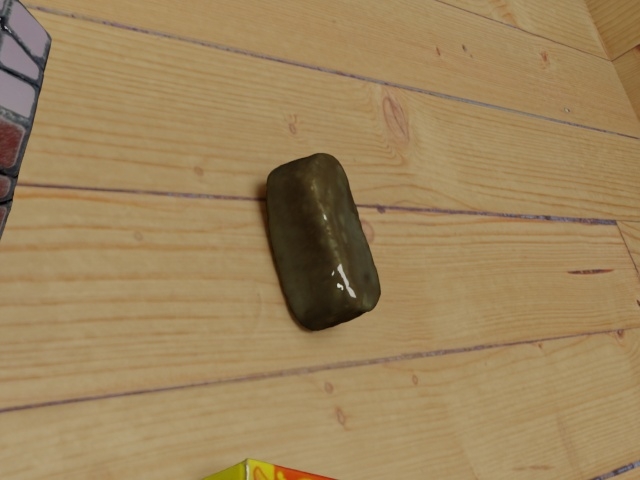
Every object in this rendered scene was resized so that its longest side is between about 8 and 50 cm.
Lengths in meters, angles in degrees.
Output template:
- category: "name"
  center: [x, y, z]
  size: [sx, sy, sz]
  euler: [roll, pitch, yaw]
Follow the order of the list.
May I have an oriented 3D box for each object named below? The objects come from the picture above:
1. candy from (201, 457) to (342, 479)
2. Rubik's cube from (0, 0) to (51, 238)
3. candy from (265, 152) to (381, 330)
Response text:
- category: "candy"
  center: [-0.002, 0.343, 0.969]
  size: [0.276, 0.088, 0.146]
  euler: [22, 51, -35]
- category: "Rubik's cube"
  center: [-0.374, -0.113, 0.710]
  size: [0.264, 0.319, 0.319]
  euler: [15, 54, -22]
- category: "candy"
  center: [0.000, 0.000, 1.182]
  size: [0.102, 0.104, 0.233]
  euler: [2, 65, -51]
